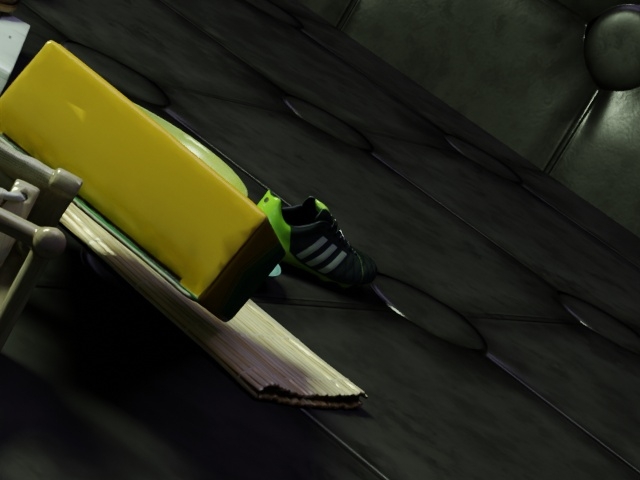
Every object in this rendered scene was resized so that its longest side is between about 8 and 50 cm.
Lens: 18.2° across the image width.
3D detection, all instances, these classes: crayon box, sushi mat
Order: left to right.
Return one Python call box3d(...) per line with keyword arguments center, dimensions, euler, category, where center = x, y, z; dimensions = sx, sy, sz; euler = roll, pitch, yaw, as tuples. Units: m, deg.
box3d(center=(-0.133, -0.038, 1.485), dimensions=(0.203, 0.083, 0.323), euler=(39, -2, 4), category="crayon box")
box3d(center=(-0.106, 0.046, 1.701), dimensions=(0.316, 0.019, 0.151), euler=(39, 14, 31), category="sushi mat")

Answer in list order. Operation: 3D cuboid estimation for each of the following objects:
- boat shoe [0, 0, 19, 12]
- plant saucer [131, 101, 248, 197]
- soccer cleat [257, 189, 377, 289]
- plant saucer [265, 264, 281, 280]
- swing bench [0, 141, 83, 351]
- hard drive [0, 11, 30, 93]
box3d(center=(-0.363, -0.285, 2.038), dimensions=(0.073, 0.073, 0.207), euler=(35, 12, 22), category="boat shoe")
box3d(center=(-0.185, -0.088, 1.981), dimensions=(0.241, 0.037, 0.241), euler=(29, 12, -7), category="plant saucer")
box3d(center=(0.000, 0.000, 1.979), dimensions=(0.179, 0.072, 0.060), euler=(19, 18, -42), category="soccer cleat")
box3d(center=(-0.093, 0.009, 1.856), dimensions=(0.119, 0.021, 0.119), euler=(29, 14, -8), category="plant saucer")
box3d(center=(-0.293, -0.023, 1.225), dimensions=(0.253, 0.165, 0.255), euler=(28, 13, -10), category="swing bench")
box3d(center=(-0.464, -0.263, 1.995), dimensions=(0.353, 0.047, 0.233), euler=(28, 14, -11), category="hard drive")
